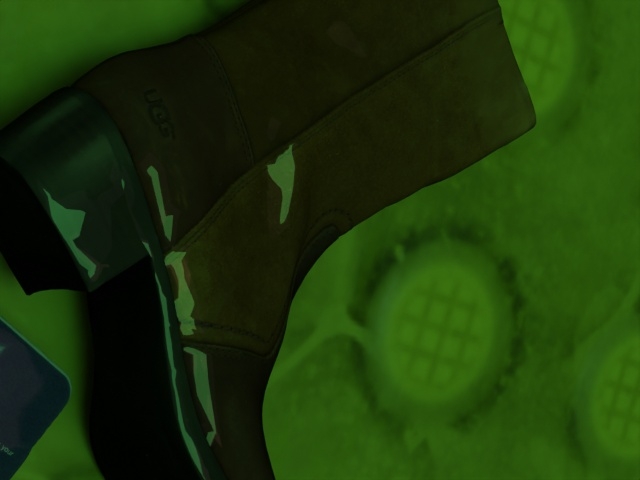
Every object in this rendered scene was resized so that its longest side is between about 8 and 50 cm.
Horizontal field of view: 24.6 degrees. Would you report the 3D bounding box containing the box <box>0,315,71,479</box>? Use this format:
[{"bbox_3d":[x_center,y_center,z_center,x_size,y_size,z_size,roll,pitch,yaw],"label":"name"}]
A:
[{"bbox_3d":[-0.215,0.105,0.584,0.225,0.036,0.136,-52,121,-16],"label":"box"}]

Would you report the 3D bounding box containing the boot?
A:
[{"bbox_3d":[0.000,0.000,0.706,0.280,0.096,0.264,-36,107,-33],"label":"boot"}]
